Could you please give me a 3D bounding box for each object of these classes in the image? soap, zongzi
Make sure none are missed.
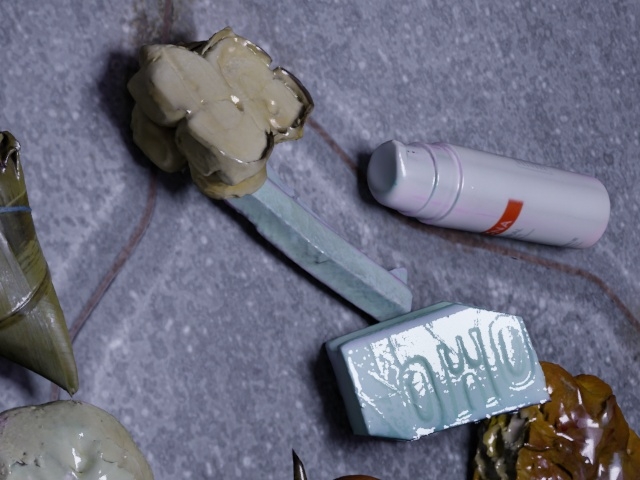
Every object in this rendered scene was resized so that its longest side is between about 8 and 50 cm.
[{"bbox_3d":[0.139,0.146,2.025,0.230,0.091,0.145,-18,93,-13],"label":"soap"},{"bbox_3d":[-0.356,0.059,1.671,0.251,0.125,0.274,-26,103,-41],"label":"zongzi"}]

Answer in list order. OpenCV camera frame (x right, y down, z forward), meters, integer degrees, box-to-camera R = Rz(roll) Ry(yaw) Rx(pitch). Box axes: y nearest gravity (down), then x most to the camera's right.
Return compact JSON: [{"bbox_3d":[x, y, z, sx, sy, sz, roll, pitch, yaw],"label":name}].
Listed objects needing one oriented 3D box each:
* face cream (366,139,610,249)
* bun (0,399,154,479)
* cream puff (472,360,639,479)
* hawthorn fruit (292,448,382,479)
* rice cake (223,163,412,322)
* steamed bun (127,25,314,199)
[{"bbox_3d":[0.199,-0.056,2.168,0.345,0.102,0.102,8,75,-38],"label":"face cream"},{"bbox_3d":[-0.244,0.266,1.703,0.239,0.141,0.239,6,80,-39],"label":"bun"},{"bbox_3d":[0.280,0.271,2.140,0.241,0.155,0.269,-22,102,-35],"label":"cream puff"},{"bbox_3d":[0.000,0.356,1.808,0.268,0.268,0.301,1,79,-40],"label":"hawthorn fruit"},{"bbox_3d":[-0.001,0.001,2.025,0.290,0.051,0.081,37,43,-31],"label":"rice cake"},{"bbox_3d":[-0.120,-0.134,1.914,0.192,0.106,0.177,37,44,-6],"label":"steamed bun"}]
